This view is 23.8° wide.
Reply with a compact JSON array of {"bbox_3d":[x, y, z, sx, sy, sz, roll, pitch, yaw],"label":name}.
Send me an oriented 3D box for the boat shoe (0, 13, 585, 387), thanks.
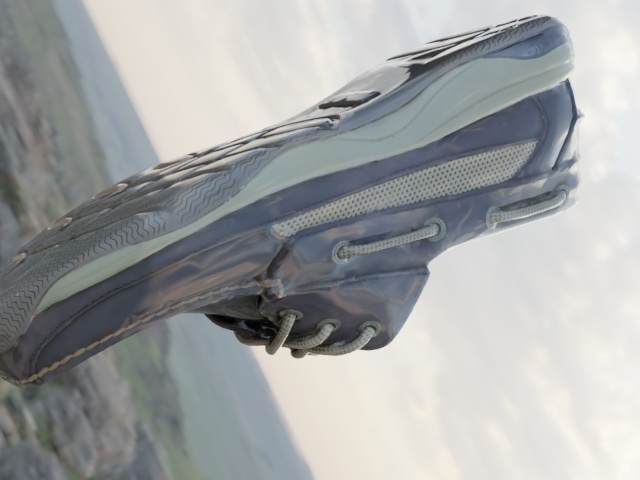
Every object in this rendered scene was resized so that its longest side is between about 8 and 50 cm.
[{"bbox_3d":[0.000,0.000,0.778,0.130,0.355,0.132,68,-18,-11],"label":"boat shoe"}]
